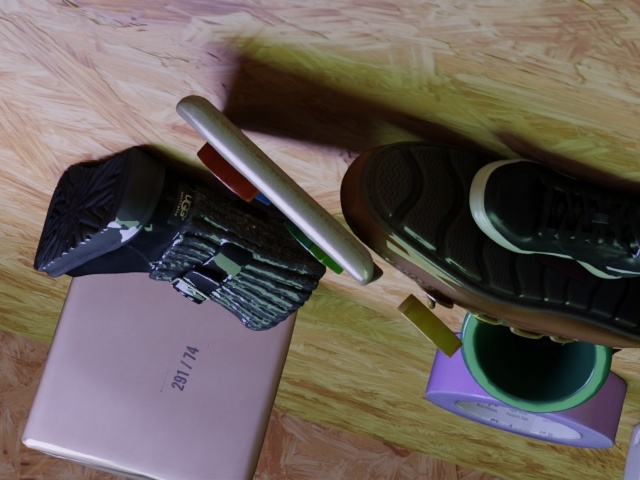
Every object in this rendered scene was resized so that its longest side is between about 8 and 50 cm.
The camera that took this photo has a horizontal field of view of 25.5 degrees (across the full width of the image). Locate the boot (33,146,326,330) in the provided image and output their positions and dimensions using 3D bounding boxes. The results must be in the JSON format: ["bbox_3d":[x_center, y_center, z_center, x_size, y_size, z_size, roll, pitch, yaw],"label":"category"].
[{"bbox_3d":[-0.172,0.013,1.652,0.260,0.131,0.348,23,165,-26],"label":"boot"}]

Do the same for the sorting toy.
[{"bbox_3d":[0.000,0.000,1.227,0.307,0.041,0.229,43,180,4],"label":"sorting toy"}]

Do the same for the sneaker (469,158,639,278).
[{"bbox_3d":[0.233,-0.022,1.163,0.217,0.079,0.121,17,166,-40],"label":"sneaker"}]

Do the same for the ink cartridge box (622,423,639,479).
[{"bbox_3d":[0.624,0.373,2.193,0.283,0.117,0.207,15,167,7],"label":"ink cartridge box"}]

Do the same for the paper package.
[{"bbox_3d":[-0.209,0.170,1.918,0.310,0.324,0.168,17,167,-4],"label":"paper package"}]

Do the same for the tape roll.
[{"bbox_3d":[0.292,0.217,2.020,0.275,0.090,0.275,16,166,4],"label":"tape roll"}]

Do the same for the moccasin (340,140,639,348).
[{"bbox_3d":[0.156,0.011,1.276,0.380,0.139,0.147,16,162,-41],"label":"moccasin"}]

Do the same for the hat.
[{"bbox_3d":[0.266,0.088,1.670,0.173,0.183,0.208,6,123,15],"label":"hat"}]
